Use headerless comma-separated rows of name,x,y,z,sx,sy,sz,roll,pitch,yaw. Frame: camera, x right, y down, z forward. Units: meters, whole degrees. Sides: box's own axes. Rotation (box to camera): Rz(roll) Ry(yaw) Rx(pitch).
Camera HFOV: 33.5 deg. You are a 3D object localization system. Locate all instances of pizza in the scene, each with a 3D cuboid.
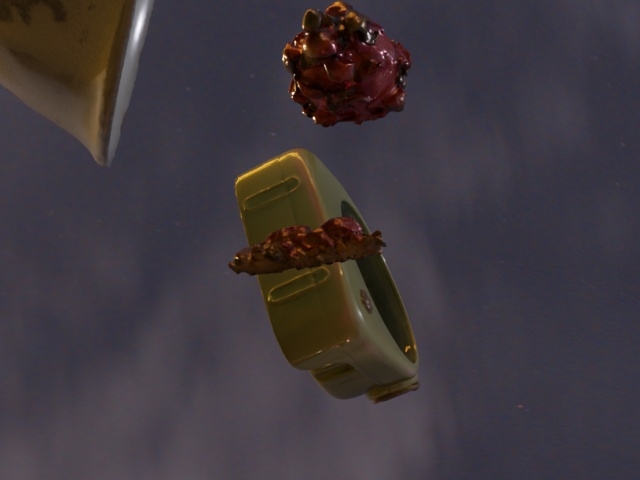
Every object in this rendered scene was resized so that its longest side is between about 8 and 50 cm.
pizza,-0.011,0.001,0.708,0.100,0.099,0.029,-7,-86,-2

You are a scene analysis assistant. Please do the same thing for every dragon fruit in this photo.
dragon fruit,0.024,-0.202,1.198,0.133,0.208,0.150,9,-101,22

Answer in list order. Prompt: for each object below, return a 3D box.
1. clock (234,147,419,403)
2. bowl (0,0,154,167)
clock,0.024,0.063,1.115,0.096,0.308,0.235,-26,-124,10
bowl,-0.220,-0.293,0.867,0.196,0.435,0.435,13,-92,-9
